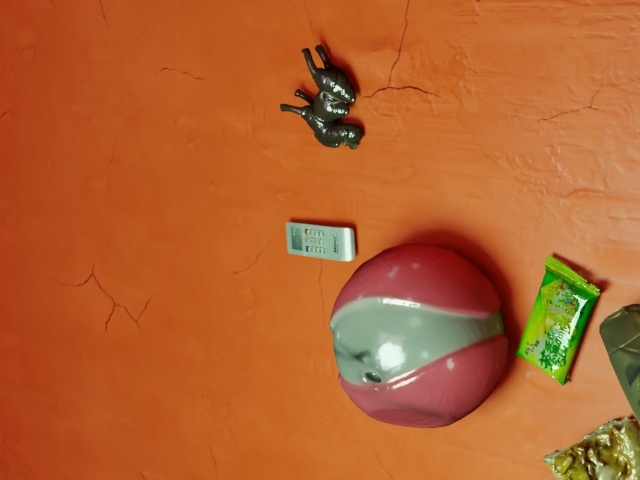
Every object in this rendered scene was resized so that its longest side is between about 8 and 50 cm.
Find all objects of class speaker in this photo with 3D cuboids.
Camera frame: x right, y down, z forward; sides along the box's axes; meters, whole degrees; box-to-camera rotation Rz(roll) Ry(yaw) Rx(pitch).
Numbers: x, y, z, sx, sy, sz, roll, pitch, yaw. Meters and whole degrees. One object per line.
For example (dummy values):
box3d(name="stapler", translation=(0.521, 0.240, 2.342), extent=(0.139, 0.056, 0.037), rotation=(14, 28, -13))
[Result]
box3d(name="speaker", translation=(0.150, 0.144, 1.775), extent=(0.294, 0.294, 0.294), rotation=(13, 109, 42))

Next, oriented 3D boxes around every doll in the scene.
box3d(name="doll", translation=(0.014, -0.230, 1.902), extent=(0.165, 0.057, 0.139), rotation=(41, 124, 19))

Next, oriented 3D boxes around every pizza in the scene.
box3d(name="pizza", translation=(0.400, 0.337, 1.617), extent=(0.161, 0.062, 0.182), rotation=(14, 94, 9))

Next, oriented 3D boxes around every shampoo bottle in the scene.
box3d(name="shampoo bottle", translation=(0.468, 0.214, 1.442), extent=(0.125, 0.084, 0.350), rotation=(-52, 34, 22))

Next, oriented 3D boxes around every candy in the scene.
box3d(name="candy", translation=(0.351, 0.122, 1.673), extent=(0.102, 0.032, 0.178), rotation=(33, 121, 35))

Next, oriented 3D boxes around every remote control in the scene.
box3d(name="remote control", translation=(0.000, 0.000, 1.989), extent=(0.162, 0.029, 0.061), rotation=(8, 104, 48))
